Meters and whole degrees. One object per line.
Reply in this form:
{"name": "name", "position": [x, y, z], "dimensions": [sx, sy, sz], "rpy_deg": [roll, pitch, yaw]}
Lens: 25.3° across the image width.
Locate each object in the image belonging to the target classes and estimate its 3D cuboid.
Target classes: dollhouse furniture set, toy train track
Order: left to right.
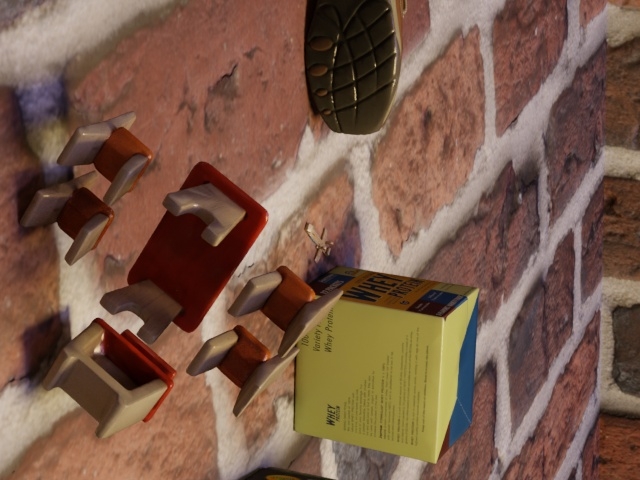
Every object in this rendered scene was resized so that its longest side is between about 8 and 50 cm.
{"name": "dollhouse furniture set", "position": [-0.139, 0.047, 1.295], "dimensions": [0.259, 0.262, 0.135], "rpy_deg": [-54, 170, 27]}
{"name": "toy train track", "position": [0.000, 0.000, 1.842], "dimensions": [0.083, 0.014, 0.048], "rpy_deg": [51, 52, -58]}

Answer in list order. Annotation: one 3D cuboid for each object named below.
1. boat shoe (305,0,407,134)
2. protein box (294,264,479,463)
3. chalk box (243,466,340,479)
{"name": "boat shoe", "position": [0.057, -0.293, 1.742], "dimensions": [0.120, 0.123, 0.323], "rpy_deg": [-39, 134, -61]}
{"name": "protein box", "position": [0.086, 0.156, 1.855], "dimensions": [0.136, 0.201, 0.199], "rpy_deg": [-30, 125, -60]}
{"name": "chalk box", "position": [-0.026, 0.388, 1.705], "dimensions": [0.289, 0.180, 0.179], "rpy_deg": [-16, 112, -67]}
